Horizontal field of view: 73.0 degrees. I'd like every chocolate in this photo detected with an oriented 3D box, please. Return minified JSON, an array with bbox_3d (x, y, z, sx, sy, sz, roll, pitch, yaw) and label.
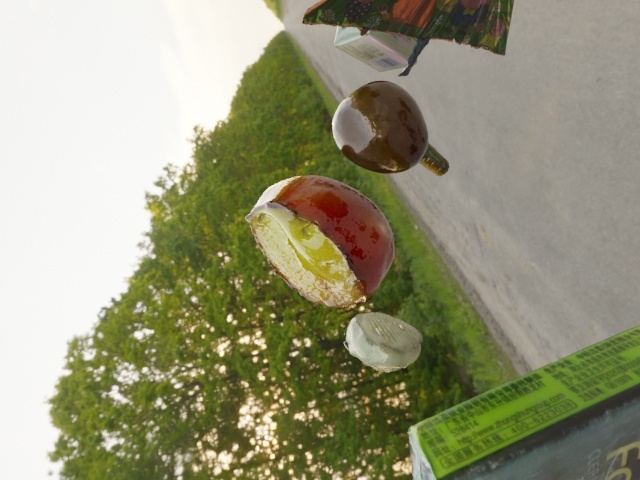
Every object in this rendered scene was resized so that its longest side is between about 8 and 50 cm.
[{"bbox_3d":[0.115,-0.197,0.773,0.177,0.176,0.177,-19,-90,-85],"label":"chocolate"}]

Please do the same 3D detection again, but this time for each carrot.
[{"bbox_3d":[0.272,-0.286,1.259,0.260,0.070,0.070,39,-167,-12],"label":"carrot"}]

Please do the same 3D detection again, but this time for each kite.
[{"bbox_3d":[0.139,-0.269,0.461,0.234,0.321,0.016,-54,53,50],"label":"kite"}]

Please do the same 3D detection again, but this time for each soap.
[{"bbox_3d":[0.157,-0.568,1.127,0.138,0.199,0.182,11,90,51],"label":"soap"}]

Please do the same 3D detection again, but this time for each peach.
[{"bbox_3d":[0.000,0.000,0.914,0.338,0.281,0.281,15,-129,-47],"label":"peach"}]

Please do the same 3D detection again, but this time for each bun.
[{"bbox_3d":[0.184,0.316,1.312,0.239,0.239,0.141,-85,8,-78],"label":"bun"}]

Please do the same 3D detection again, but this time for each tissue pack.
[{"bbox_3d":[0.187,0.177,0.333,0.073,0.235,0.173,-130,27,-63],"label":"tissue pack"}]
